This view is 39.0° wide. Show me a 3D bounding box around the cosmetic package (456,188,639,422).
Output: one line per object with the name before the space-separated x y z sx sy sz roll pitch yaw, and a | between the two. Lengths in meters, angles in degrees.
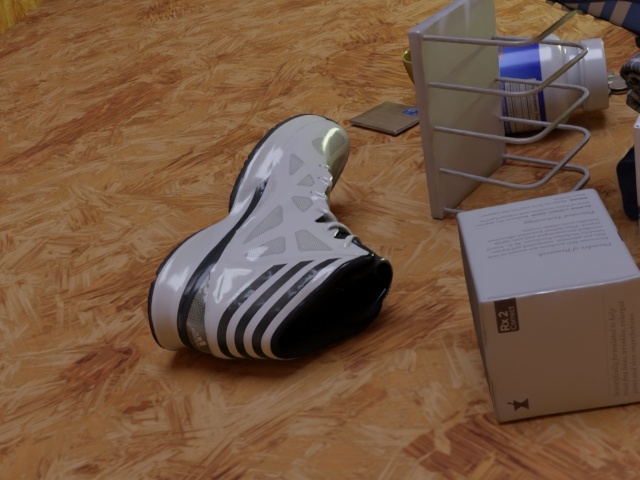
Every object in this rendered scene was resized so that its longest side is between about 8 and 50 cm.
cosmetic package | 0.232 0.062 0.923 0.151 0.151 0.183 -11 29 7

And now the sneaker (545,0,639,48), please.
sneaker | 0.365 -0.280 1.072 0.323 0.236 0.130 20 76 45

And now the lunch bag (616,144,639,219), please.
lunch bag | 0.421 -0.081 1.149 0.067 0.098 0.065 3 30 40

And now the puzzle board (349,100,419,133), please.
puzzle board | 0.128 -0.221 1.637 0.096 0.011 0.128 -30 32 -28

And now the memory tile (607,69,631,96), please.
memory tile | 0.447 -0.261 1.555 0.148 0.012 0.113 -14 28 1

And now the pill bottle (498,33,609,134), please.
pill bottle | 0.314 -0.248 1.446 0.272 0.152 0.152 -7 29 16

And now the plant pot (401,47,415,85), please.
plant pot | 0.223 -0.303 1.649 0.134 0.095 0.134 -12 28 6

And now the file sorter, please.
file sorter | 0.256 -0.179 1.225 0.173 0.277 0.193 16 40 37

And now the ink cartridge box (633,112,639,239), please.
ink cartridge box | 0.403 -0.054 0.959 0.100 0.237 0.172 4 33 30

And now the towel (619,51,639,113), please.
towel | 0.559 -0.199 1.135 0.235 0.121 0.283 -35 47 -5

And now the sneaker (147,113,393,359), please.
sneaker | 0.000 0.001 1.178 0.257 0.169 0.447 11 44 25
